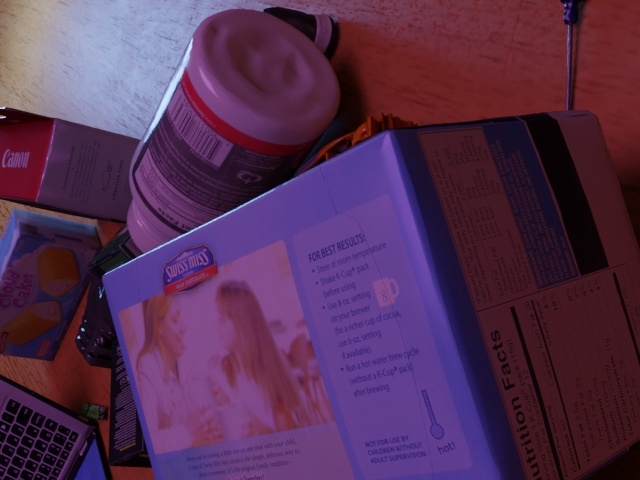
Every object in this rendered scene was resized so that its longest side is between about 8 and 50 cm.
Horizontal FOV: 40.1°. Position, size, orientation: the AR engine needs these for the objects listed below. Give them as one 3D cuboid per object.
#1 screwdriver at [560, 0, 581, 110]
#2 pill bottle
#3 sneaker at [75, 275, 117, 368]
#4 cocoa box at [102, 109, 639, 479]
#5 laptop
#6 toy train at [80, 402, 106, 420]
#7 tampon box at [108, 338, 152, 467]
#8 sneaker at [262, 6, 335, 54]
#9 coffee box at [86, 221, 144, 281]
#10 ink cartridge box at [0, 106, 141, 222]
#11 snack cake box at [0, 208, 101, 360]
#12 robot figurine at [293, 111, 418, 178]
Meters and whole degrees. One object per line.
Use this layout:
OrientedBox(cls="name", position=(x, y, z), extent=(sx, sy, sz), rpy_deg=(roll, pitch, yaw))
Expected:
OrientedBox(cls="screwdriver", position=(0.211, -0.170, 0.744), extent=(0.025, 0.024, 0.170), rpy_deg=(163, 111, -84))
OrientedBox(cls="pill bottle", position=(-0.122, -0.101, 1.036), extent=(0.318, 0.176, 0.176), rpy_deg=(-50, 42, 46))
OrientedBox(cls="sneaker", position=(-0.276, 0.127, 1.266), extent=(0.295, 0.104, 0.147), rpy_deg=(18, 96, 61))
OrientedBox(cls="cocoa box", position=(0.036, 0.073, 0.651), extent=(0.347, 0.227, 0.232), rpy_deg=(-23, 82, 46))
OrientedBox(cls="laptop", position=(-0.508, 0.459, 1.373), extent=(0.382, 0.407, 0.236), rpy_deg=(-60, 4, 23))
OrientedBox(cls="toy train", position=(-0.364, 0.275, 1.411), extent=(0.083, 0.017, 0.024), rpy_deg=(-7, 63, 54))
OrientedBox(cls="tampon box", position=(-0.187, 0.195, 1.093), extent=(0.101, 0.120, 0.161), rpy_deg=(-31, 55, 47))
OrientedBox(cls="sneaker", position=(-0.088, -0.217, 1.102), extent=(0.234, 0.106, 0.078), rpy_deg=(-37, 50, 43))
OrientedBox(cls="coffee box", position=(-0.236, -0.026, 1.224), extent=(0.113, 0.040, 0.184), rpy_deg=(-24, 24, 49))
OrientedBox(cls="ink cartridge box", position=(-0.420, -0.113, 1.393), extent=(0.309, 0.271, 0.130), rpy_deg=(7, 85, 56))
OrientedBox(cls="snack cake box", position=(-0.515, 0.084, 1.568), extent=(0.264, 0.152, 0.089), rpy_deg=(-59, 39, 24))
OrientedBox(cls="robot figurine", position=(0.000, 0.000, 0.923), extent=(0.291, 0.085, 0.211), rpy_deg=(-37, 50, 43))
